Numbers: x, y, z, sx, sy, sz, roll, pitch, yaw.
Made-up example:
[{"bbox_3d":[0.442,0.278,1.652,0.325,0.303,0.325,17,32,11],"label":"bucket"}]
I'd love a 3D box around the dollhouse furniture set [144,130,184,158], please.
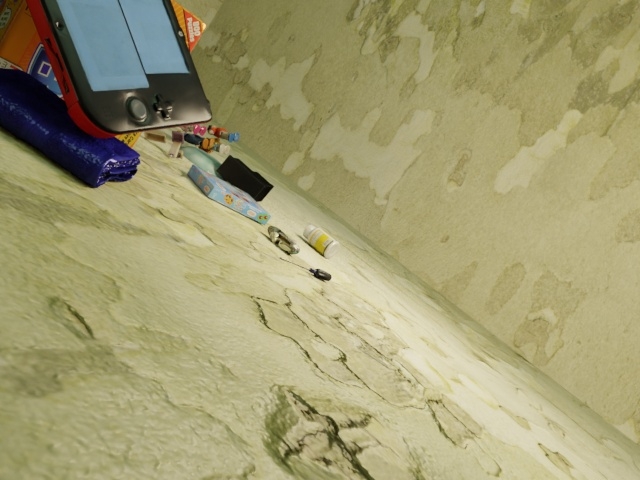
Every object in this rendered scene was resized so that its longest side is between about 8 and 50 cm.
[{"bbox_3d":[-0.468,-0.268,1.799,0.114,0.091,0.081,13,52,-4],"label":"dollhouse furniture set"}]

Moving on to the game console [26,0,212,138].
[{"bbox_3d":[-0.377,-0.393,1.163,0.342,0.060,0.387,-27,99,-54],"label":"game console"}]

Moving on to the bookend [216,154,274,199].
[{"bbox_3d":[-0.249,-0.207,2.051,0.157,0.072,0.156,42,8,1],"label":"bookend"}]

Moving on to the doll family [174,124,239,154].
[{"bbox_3d":[-0.425,-0.354,2.142,0.163,0.118,0.263,23,11,34],"label":"doll family"}]

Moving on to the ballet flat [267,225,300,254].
[{"bbox_3d":[-0.105,-0.001,1.609,0.114,0.041,0.041,37,8,22],"label":"ballet flat"}]

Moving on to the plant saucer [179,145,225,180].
[{"bbox_3d":[-0.385,-0.268,2.053,0.195,0.037,0.195,35,7,-5],"label":"plant saucer"}]

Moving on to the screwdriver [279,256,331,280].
[{"bbox_3d":[-0.038,0.067,1.534,0.170,0.024,0.025,28,39,-33],"label":"screwdriver"}]

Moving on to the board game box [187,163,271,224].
[{"bbox_3d":[-0.257,-0.128,1.724,0.211,0.039,0.160,29,9,-43],"label":"board game box"}]

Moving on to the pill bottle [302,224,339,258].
[{"bbox_3d":[0.000,0.000,1.941,0.116,0.065,0.065,39,9,27],"label":"pill bottle"}]

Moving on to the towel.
[{"bbox_3d":[-0.487,-0.215,1.120,0.308,0.076,0.227,34,7,-6],"label":"towel"}]

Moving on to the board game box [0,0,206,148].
[{"bbox_3d":[-0.563,-0.490,1.426,0.356,0.356,0.356,26,12,-47],"label":"board game box"}]
